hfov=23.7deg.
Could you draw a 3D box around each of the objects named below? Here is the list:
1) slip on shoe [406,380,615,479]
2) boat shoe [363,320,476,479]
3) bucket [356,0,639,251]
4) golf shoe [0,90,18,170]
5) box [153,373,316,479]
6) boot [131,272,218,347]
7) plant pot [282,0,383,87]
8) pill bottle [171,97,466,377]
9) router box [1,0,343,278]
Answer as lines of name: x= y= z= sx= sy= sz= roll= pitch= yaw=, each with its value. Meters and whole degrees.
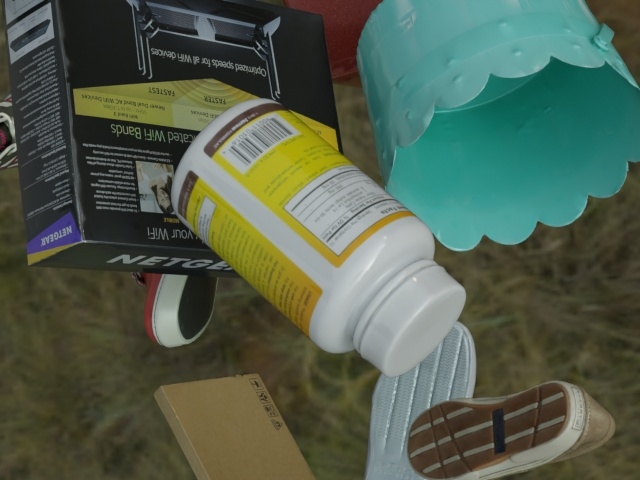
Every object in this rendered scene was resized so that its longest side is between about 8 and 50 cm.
slip on shoe: x=0.104 y=0.109 z=0.853 sx=0.135 sy=0.041 sz=0.051 roll=-27 pitch=54 yaw=45
boat shoe: x=0.079 y=0.174 z=1.341 sx=0.083 sy=0.076 sz=0.226 roll=20 pitch=91 yaw=11
bucket: x=0.173 y=-0.141 z=1.517 sx=0.281 sy=0.281 sz=0.183 roll=-44 pitch=46 yaw=35
golf shoe: x=-0.404 y=-0.135 z=1.991 sx=0.120 sy=0.273 sz=0.105 roll=0 pitch=115 yaw=59
box: x=-0.083 y=0.242 z=1.704 sx=0.021 sy=0.164 sz=0.201 roll=-44 pitch=65 yaw=31
boot: x=-0.193 y=0.019 z=1.537 sx=0.176 sy=0.244 sz=0.088 roll=0 pitch=126 yaw=7
plant pot: x=0.104 y=-0.309 z=1.776 sx=0.267 sy=0.267 sz=0.236 roll=-13 pitch=82 yaw=34
pill bottle: x=0.000 y=0.000 z=1.105 sx=0.215 sy=0.117 sz=0.117 roll=42 pitch=119 yaw=23
router box: x=-0.114 y=-0.095 z=1.313 sx=0.081 sy=0.309 sz=0.243 roll=-21 pitch=71 yaw=43
